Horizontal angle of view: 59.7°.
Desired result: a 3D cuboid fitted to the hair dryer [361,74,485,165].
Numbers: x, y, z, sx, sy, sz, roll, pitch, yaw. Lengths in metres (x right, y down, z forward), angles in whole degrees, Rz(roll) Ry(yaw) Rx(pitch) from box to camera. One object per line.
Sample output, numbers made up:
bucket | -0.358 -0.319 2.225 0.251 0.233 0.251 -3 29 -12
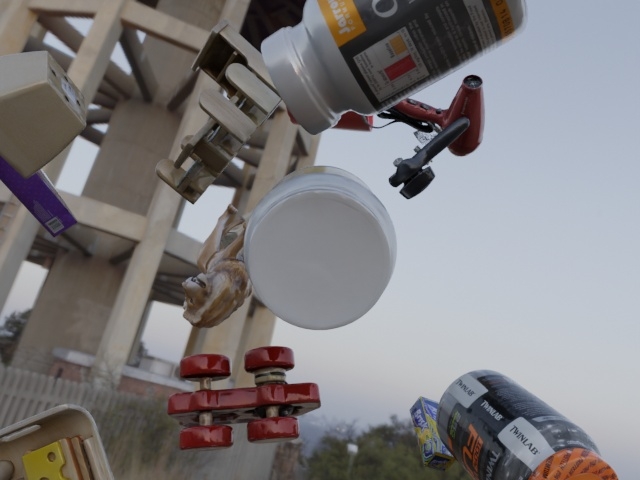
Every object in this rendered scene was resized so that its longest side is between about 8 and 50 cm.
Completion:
hair dryer | 0.222 -0.242 1.124 0.223 0.080 0.293 32 -27 -22

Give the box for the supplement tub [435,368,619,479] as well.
supplement tub | 0.375 0.396 1.053 0.207 0.207 0.338 18 4 -15

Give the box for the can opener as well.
can opener | 0.200 -0.160 1.031 0.073 0.186 0.059 45 -4 -14

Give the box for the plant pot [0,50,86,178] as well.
plant pot | -0.344 -0.161 0.666 0.096 0.109 0.109 -26 -41 2

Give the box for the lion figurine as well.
lion figurine | -0.232 0.059 1.335 0.142 0.240 0.392 39 1 -16

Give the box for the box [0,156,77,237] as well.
box | -0.563 -0.161 0.992 0.201 0.057 0.293 43 -19 31

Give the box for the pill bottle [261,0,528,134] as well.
pill bottle | 0.080 -0.247 0.655 0.278 0.162 0.162 -27 -33 16

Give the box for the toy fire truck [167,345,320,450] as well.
toy fire truck | -0.151 0.331 1.129 0.302 0.169 0.254 -5 -23 -2

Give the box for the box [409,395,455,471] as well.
box | 0.261 0.451 1.311 0.059 0.169 0.054 22 -64 -16

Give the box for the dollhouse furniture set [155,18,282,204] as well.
dollhouse furniture set | -0.179 -0.225 0.929 0.161 0.242 0.212 40 -39 -11

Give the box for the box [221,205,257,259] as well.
box | -0.146 -0.043 1.719 0.121 0.311 0.148 -4 -61 51

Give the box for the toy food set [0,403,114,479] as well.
toy food set | -0.426 0.429 0.849 0.219 0.306 0.092 -24 -10 8

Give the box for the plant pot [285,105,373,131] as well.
plant pot | 0.028 -0.452 1.666 0.243 0.275 0.275 -1 -21 10

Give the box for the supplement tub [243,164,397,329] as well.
supplement tub | 0.000 0.000 0.943 0.241 0.241 0.331 14 10 -2
